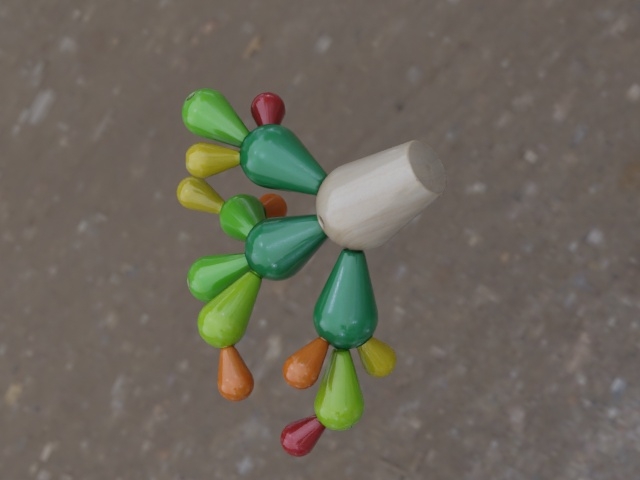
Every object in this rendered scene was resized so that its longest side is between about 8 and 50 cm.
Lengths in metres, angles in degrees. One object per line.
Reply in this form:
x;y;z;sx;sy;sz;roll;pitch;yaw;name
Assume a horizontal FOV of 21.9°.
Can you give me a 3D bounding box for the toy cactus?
0.000;0.000;0.953;0.180;0.112;0.219;-28;71;34;toy cactus
